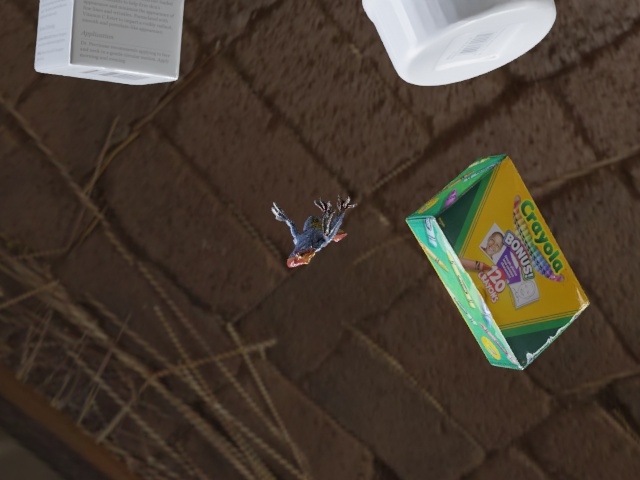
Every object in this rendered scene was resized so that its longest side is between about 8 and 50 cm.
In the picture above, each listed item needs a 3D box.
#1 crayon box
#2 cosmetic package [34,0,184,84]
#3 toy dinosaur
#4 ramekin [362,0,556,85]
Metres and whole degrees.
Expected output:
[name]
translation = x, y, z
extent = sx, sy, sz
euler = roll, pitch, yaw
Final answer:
[crayon box]
translation = 0.269, 0.033, 1.765
extent = 0.165, 0.081, 0.278
euler = -39, 107, -24
[cosmetic package]
translation = -0.275, -0.306, 1.542
extent = 0.151, 0.151, 0.184
euler = 5, 91, -31
[toy dinosaur]
translation = 0.000, 0.000, 0.923
extent = 0.047, 0.082, 0.090
euler = 4, 141, 32
[ramekin]
translation = 0.213, -0.342, 1.746
extent = 0.277, 0.277, 0.135
euler = -22, 77, 16
